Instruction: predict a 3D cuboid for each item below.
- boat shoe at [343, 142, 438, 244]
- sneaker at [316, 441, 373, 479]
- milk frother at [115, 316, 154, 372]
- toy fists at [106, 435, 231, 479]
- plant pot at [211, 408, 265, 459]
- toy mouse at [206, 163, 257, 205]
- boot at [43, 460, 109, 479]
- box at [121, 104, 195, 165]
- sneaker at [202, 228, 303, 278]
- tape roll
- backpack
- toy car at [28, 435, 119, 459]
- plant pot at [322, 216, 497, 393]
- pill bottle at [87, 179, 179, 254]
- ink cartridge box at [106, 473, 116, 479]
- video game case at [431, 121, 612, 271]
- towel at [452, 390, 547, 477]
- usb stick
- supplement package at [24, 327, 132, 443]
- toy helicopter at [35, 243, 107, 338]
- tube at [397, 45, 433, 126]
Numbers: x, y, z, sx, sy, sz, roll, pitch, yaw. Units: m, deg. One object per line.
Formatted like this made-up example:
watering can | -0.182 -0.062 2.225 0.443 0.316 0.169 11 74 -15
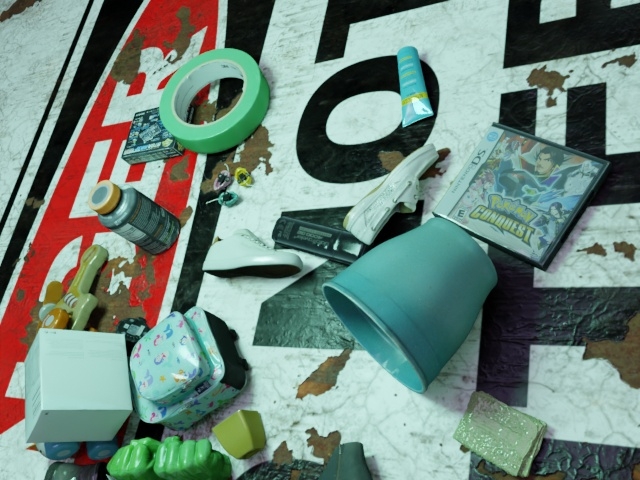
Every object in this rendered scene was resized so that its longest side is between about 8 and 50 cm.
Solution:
boat shoe | 0.177 -0.099 1.452 0.277 0.098 0.096 -44 76 -6
sneaker | 0.012 0.485 1.256 0.222 0.083 0.118 -35 33 20
milk frother | -0.444 0.275 1.631 0.143 0.129 0.135 30 121 11
toy fists | -0.335 0.483 1.415 0.279 0.142 0.096 -11 60 26
plant pot | -0.165 0.419 1.389 0.081 0.081 0.083 -36 64 10
toy mouse | -0.249 -0.139 1.767 0.143 0.031 0.161 -42 51 5
boot | -0.592 0.644 1.532 0.161 0.083 0.247 -4 65 24
box | -0.502 -0.332 2.013 0.220 0.051 0.175 -6 62 29
sneaker | -0.164 0.023 1.578 0.290 0.106 0.123 0 68 33
tape roll | -0.307 -0.406 1.882 0.321 0.077 0.321 -9 62 17
backpack | -0.322 0.301 1.486 0.253 0.191 0.225 -40 52 13
toy car | -0.643 0.464 1.592 0.238 0.210 0.219 -43 53 21
plant pot | 0.187 0.104 1.238 0.255 0.272 0.271 -41 49 -13
pill bottle | -0.503 -0.067 1.746 0.130 0.245 0.131 -14 59 24
ink cartridge box | -0.400 0.598 1.389 0.045 0.145 0.179 -42 50 -14
video game case | 0.405 -0.100 1.340 0.275 0.035 0.248 31 83 39
towel | 0.318 0.344 1.161 0.148 0.027 0.110 21 79 36
usb stick | 0.000 0.000 1.531 0.278 0.045 0.077 15 80 36
supplement package | -0.548 0.327 1.463 0.149 0.194 0.203 -52 42 35
toy helicopter | -0.704 0.167 1.848 0.235 0.140 0.355 -14 47 35
tube | 0.226 -0.379 1.597 0.080 0.052 0.207 -21 62 32
